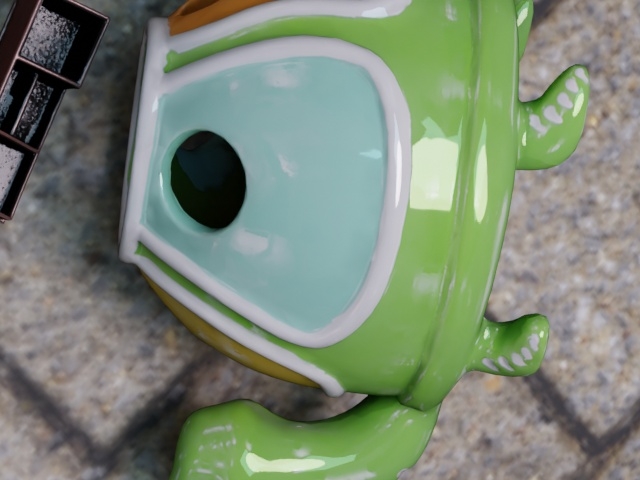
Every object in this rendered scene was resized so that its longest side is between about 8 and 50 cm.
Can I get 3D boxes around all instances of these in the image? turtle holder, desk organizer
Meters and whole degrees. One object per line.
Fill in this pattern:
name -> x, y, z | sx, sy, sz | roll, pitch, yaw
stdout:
turtle holder -> 0.000, -0.017, 1.100 | 0.227, 0.243, 0.320 | 7, 131, -9
desk organizer -> -0.169, -0.077, 1.095 | 0.047, 0.050, 0.130 | 25, 84, -23
